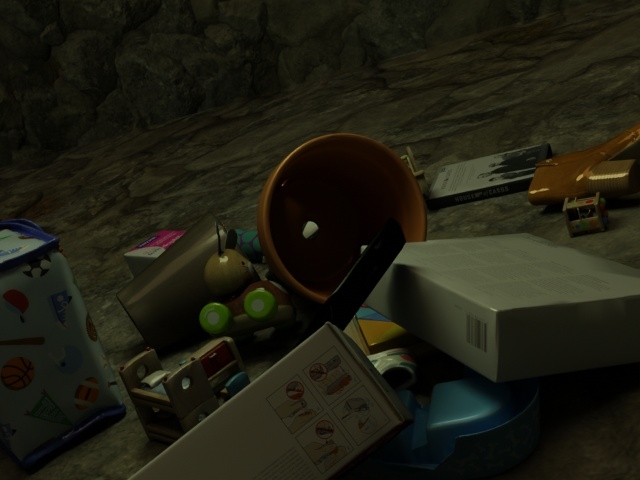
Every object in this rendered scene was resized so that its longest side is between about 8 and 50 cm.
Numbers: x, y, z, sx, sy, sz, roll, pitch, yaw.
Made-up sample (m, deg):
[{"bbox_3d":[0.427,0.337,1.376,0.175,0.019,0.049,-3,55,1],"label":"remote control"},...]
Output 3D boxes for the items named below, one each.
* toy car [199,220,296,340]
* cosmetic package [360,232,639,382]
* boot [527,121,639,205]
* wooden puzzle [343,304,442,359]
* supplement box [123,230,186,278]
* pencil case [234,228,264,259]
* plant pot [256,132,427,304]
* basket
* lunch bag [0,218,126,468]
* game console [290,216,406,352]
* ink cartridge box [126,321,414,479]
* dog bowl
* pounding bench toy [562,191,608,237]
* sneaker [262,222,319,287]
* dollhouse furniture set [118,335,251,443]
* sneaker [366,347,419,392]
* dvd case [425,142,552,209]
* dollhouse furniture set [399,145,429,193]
[{"bbox_3d":[-0.133,0.061,1.680,0.149,0.188,0.155,-17,-13,9],"label":"toy car"},{"bbox_3d":[0.257,0.075,1.349,0.284,0.097,0.377,-7,13,-20],"label":"cosmetic package"},{"bbox_3d":[0.512,-0.154,1.832,0.211,0.104,0.295,-3,28,43],"label":"boot"},{"bbox_3d":[0.136,0.123,1.548,0.239,0.044,0.221,-21,20,-1],"label":"wooden puzzle"},{"bbox_3d":[-0.277,0.054,2.028,0.220,0.114,0.111,0,29,48],"label":"supplement box"},{"bbox_3d":[-0.122,0.006,2.073,0.152,0.064,0.070,-1,43,41],"label":"pencil case"},{"bbox_3d":[0.014,-0.027,1.758,0.291,0.290,0.203,-27,5,-19],"label":"plant pot"},{"bbox_3d":[-0.241,0.088,1.830,0.227,0.204,0.154,-33,-12,-12],"label":"basket"},{"bbox_3d":[-0.517,0.146,1.695,0.239,0.327,0.385,-26,18,-28],"label":"lunch bag"},{"bbox_3d":[-0.004,0.133,1.349,0.213,0.044,0.361,-50,-6,-47],"label":"game console"},{"bbox_3d":[-0.056,0.242,1.105,0.309,0.130,0.272,-38,-13,1],"label":"ink cartridge box"},{"bbox_3d":[0.128,0.230,1.233,0.297,0.074,0.166,-13,21,17],"label":"dog bowl"},{"bbox_3d":[0.448,-0.051,1.693,0.065,0.052,0.083,-11,21,23],"label":"pounding bench toy"},{"bbox_3d":[0.000,-0.001,1.922,0.135,0.097,0.276,-7,22,37],"label":"sneaker"},{"bbox_3d":[-0.177,0.203,1.510,0.129,0.129,0.184,3,30,47],"label":"dollhouse furniture set"},{"bbox_3d":[0.062,0.197,1.403,0.161,0.057,0.075,-17,14,1],"label":"sneaker"},{"bbox_3d":[0.341,-0.130,2.040,0.239,0.029,0.179,-12,21,23],"label":"dvd case"},{"bbox_3d":[0.114,-0.115,2.043,0.182,0.101,0.161,-20,2,2],"label":"dollhouse furniture set"}]
